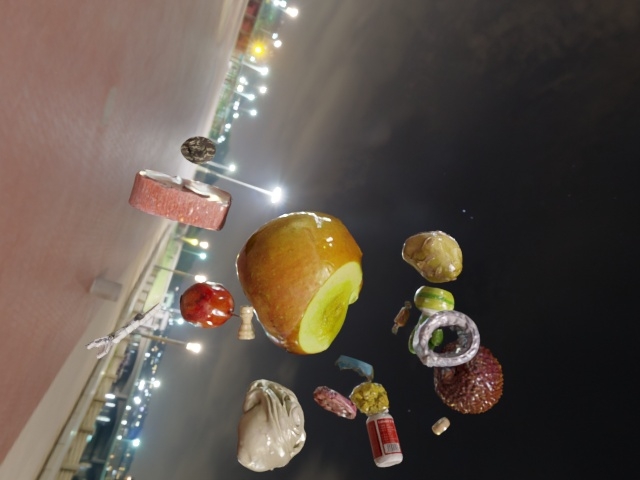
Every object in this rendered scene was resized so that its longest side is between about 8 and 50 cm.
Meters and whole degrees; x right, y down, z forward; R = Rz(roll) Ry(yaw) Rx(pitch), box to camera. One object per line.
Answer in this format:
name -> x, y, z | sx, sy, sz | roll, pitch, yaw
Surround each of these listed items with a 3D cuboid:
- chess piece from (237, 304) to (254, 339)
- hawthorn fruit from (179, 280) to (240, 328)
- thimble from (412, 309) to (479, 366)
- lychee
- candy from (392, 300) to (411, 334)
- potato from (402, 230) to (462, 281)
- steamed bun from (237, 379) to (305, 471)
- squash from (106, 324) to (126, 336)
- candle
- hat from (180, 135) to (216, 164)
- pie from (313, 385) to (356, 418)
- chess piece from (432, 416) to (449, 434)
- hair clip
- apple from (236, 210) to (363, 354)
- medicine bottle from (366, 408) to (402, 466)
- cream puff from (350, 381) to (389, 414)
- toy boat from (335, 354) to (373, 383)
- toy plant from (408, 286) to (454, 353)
chess piece -> -0.283, 0.311, 1.599 | 0.066, 0.066, 0.122 | 180, -91, -72
hawthorn fruit -> -0.382, 0.234, 1.507 | 0.181, 0.235, 0.181 | 8, 90, -74
thimble -> 0.477, 0.386, 1.611 | 0.205, 0.236, 0.172 | 54, -11, 19
lychee -> 0.632, 0.583, 1.795 | 0.306, 0.330, 0.306 | -37, -136, 46
candy -> 0.395, 0.380, 2.052 | 0.182, 0.053, 0.046 | -56, -166, -22
potato -> 0.566, 0.099, 2.095 | 0.246, 0.299, 0.196 | 117, -14, -45
steamed bun -> -0.159, 0.704, 1.587 | 0.324, 0.219, 0.310 | 62, 25, -48
squash -> -0.759, 0.347, 1.569 | 0.027, 0.083, 0.027 | 51, -20, 27
candle -> -0.387, -0.103, 1.271 | 0.287, 0.317, 0.132 | 23, -79, 30
hat -> -0.428, -0.324, 1.468 | 0.050, 0.121, 0.121 | 130, -26, -73
pie -> 0.046, 0.517, 1.339 | 0.038, 0.153, 0.153 | -58, -172, -33
chess piece -> 0.531, 0.818, 1.851 | 0.038, 0.083, 0.084 | 48, -51, 21
hair clip -> -0.578, 0.261, 1.235 | 0.140, 0.054, 0.220 | -37, -175, 27
apple -> -0.039, 0.109, 1.179 | 0.384, 0.374, 0.374 | 64, -25, 1
medicine bottle -> 0.290, 0.905, 1.957 | 0.131, 0.131, 0.250 | -56, -147, 41
cream puff -> 0.199, 0.638, 1.663 | 0.146, 0.146, 0.116 | -62, -154, 29
toy boat -> 0.148, 0.550, 1.781 | 0.185, 0.075, 0.077 | 7, -122, 38
toy plant -> 0.513, 0.389, 1.969 | 0.224, 0.184, 0.316 | -25, -135, 69
